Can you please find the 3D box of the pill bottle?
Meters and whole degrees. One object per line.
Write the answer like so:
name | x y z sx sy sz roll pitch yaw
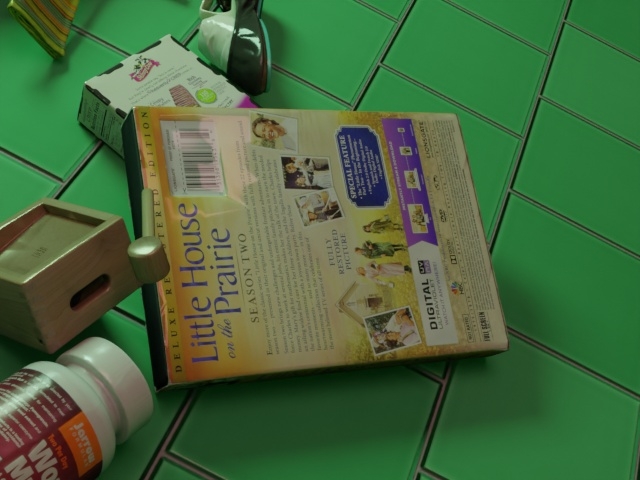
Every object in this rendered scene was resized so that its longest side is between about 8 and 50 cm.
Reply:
pill bottle | -0.260 0.183 0.877 0.121 0.121 0.221 42 48 13

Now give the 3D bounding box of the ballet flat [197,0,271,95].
ballet flat | -0.120 -0.289 1.377 0.096 0.095 0.280 4 39 -9

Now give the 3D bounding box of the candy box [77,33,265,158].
candy box | -0.159 -0.135 1.231 0.233 0.071 0.159 40 49 10

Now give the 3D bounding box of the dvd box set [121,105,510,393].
dvd box set | 0.000 0.000 1.132 0.420 0.062 0.308 -3 73 -27

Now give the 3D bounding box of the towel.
towel | -0.339 -0.358 1.294 0.021 0.102 0.237 -5 59 23

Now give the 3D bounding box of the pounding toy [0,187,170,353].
pounding toy | -0.223 0.029 0.983 0.206 0.094 0.181 14 39 37
